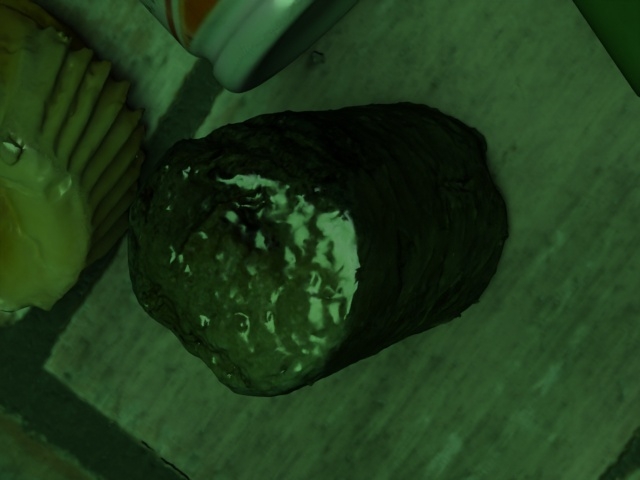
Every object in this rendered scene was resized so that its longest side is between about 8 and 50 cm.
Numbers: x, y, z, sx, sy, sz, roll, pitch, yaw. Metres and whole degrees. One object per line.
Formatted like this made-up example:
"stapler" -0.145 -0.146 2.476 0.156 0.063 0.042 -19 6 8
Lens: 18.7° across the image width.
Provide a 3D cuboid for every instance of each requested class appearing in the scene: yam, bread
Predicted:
"yam" 0.000 0.000 1.401 0.195 0.300 0.195 3 98 26
"bread" -0.324 -0.105 1.549 0.388 0.183 0.236 28 124 3

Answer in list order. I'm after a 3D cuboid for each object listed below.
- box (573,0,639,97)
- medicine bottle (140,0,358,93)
"box" 0.309 -0.238 1.265 0.328 0.253 0.178 -26 102 29
"medicine bottle" -0.098 -0.283 1.410 0.316 0.202 0.202 47 110 3
